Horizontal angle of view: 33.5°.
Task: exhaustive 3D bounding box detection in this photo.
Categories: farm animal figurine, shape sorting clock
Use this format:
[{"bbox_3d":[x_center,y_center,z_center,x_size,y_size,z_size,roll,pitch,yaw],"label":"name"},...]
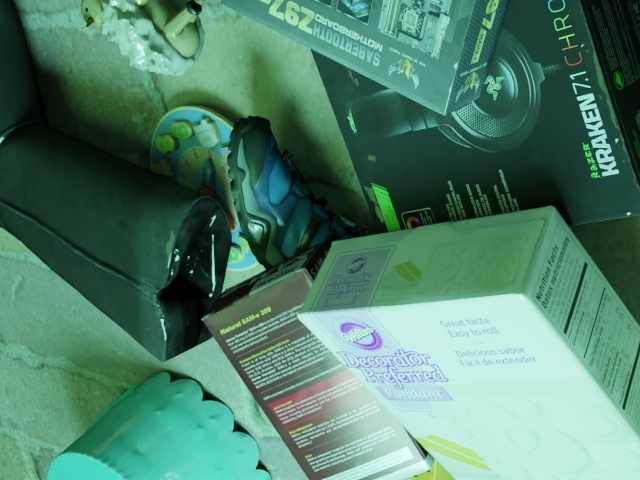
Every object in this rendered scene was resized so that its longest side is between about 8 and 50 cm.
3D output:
[{"bbox_3d":[-0.226,-0.338,1.048,0.326,0.330,0.172,35,136,-18],"label":"farm animal figurine"},{"bbox_3d":[-0.129,-0.058,1.239,0.206,0.040,0.206,20,124,32],"label":"shape sorting clock"}]

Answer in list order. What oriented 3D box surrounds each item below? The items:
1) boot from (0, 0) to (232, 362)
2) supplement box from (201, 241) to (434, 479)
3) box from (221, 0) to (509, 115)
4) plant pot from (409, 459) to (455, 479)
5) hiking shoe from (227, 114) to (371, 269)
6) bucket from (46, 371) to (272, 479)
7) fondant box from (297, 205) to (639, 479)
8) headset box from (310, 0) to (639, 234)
[{"bbox_3d":[-0.296,-0.102,1.250,0.445,0.146,0.367,32,139,35],"label":"boot"},{"bbox_3d":[0.004,0.136,1.062,0.130,0.073,0.239,-26,103,25],"label":"supplement box"},{"bbox_3d":[0.035,-0.226,0.806,0.232,0.059,0.183,31,128,26],"label":"box"},{"bbox_3d":[0.124,0.220,1.142,0.081,0.083,0.082,21,126,31],"label":"plant pot"},{"bbox_3d":[0.000,0.000,1.122,0.132,0.113,0.304,-19,107,9],"label":"hiking shoe"},{"bbox_3d":[-0.223,0.342,1.440,0.281,0.183,0.281,20,125,32],"label":"bucket"},{"bbox_3d":[0.172,0.124,0.946,0.238,0.096,0.330,-9,132,43],"label":"fondant box"},{"bbox_3d":[0.139,-0.136,0.898,0.283,0.131,0.246,-9,106,44],"label":"headset box"}]
